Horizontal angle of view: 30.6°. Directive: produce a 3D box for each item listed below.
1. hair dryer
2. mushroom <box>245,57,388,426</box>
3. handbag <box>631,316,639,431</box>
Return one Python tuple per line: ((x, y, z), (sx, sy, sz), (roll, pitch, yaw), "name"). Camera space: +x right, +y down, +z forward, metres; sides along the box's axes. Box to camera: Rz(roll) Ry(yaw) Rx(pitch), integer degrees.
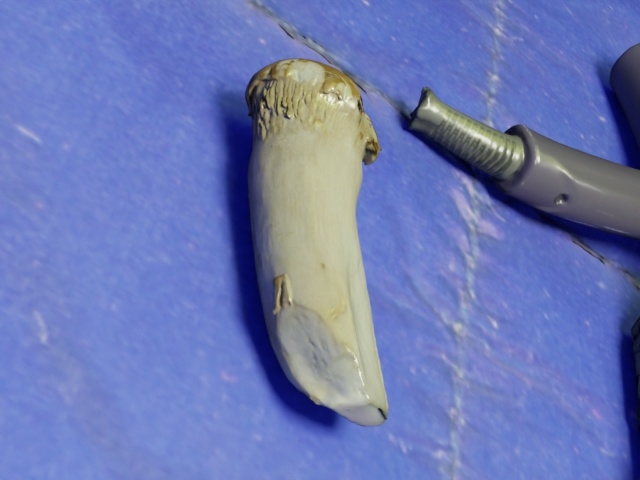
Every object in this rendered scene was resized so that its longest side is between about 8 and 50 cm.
((0.213, -0.068, 0.866), (0.361, 0.121, 0.301), (13, 41, -31), "hair dryer")
((0.000, 0.000, 0.612), (0.084, 0.071, 0.209), (55, 24, -52), "mushroom")
((0.316, 0.142, 0.593), (0.180, 0.317, 0.416), (26, 42, -17), "handbag")
